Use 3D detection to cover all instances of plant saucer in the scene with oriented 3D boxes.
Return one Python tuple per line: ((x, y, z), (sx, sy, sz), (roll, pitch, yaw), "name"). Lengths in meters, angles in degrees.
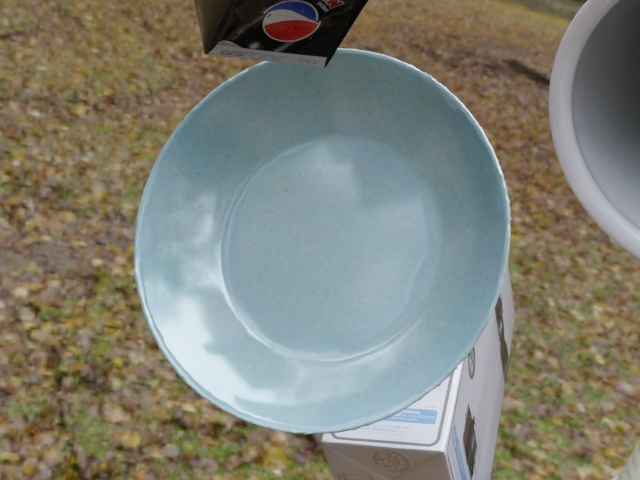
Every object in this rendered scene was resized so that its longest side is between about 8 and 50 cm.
((0.000, 0.000, 0.480), (0.195, 0.195, 0.037), (23, -5, 20), "plant saucer")

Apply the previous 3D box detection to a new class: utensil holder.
((0.468, -0.179, 0.980), (0.328, 0.327, 0.385), (26, 40, 28), "utensil holder")

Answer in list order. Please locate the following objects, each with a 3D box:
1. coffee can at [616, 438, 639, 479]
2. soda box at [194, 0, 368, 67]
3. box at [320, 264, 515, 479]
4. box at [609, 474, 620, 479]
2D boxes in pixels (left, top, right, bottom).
((0.266, 0.077, 0.413), (0.202, 0.275, 0.201), (25, 11, -5), "coffee can")
((-0.029, -0.158, 0.407), (0.060, 0.053, 0.168), (2, 59, -26), "soda box")
((0.094, 0.104, 0.772), (0.087, 0.169, 0.290), (-1, 39, 20), "box")
((0.416, 0.387, 1.275), (0.145, 0.186, 0.038), (47, 19, -20), "box")
